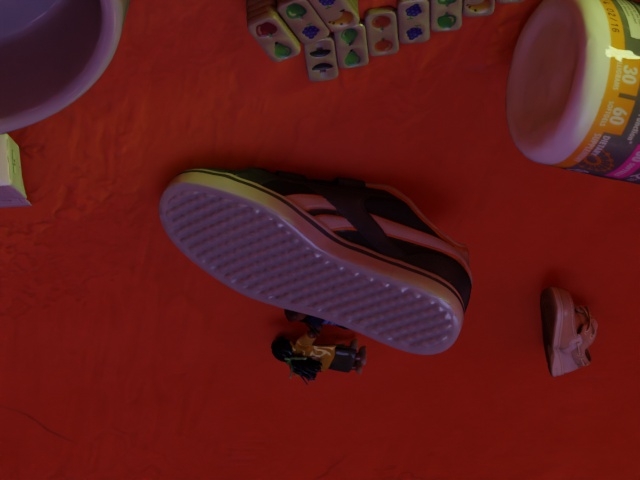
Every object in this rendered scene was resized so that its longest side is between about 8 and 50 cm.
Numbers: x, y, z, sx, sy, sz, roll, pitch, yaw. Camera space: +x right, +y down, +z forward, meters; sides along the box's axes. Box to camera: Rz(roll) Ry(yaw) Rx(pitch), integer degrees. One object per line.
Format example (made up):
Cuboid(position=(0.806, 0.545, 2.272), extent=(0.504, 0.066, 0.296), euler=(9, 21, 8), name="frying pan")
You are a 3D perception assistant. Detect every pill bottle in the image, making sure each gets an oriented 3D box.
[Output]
Cuboid(position=(0.323, -0.127, 1.731), extent=(0.278, 0.162, 0.162), euler=(10, 140, -21), name="pill bottle")

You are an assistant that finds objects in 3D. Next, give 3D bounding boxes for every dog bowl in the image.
Cuboid(position=(-0.317, -0.214, 1.558), extent=(0.349, 0.102, 0.348), euler=(-5, 144, -3), name="dog bowl")

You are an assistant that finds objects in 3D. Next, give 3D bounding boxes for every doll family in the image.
Cuboid(position=(0.001, 0.099, 2.062), extent=(0.111, 0.076, 0.193), euler=(8, 136, -13), name="doll family")

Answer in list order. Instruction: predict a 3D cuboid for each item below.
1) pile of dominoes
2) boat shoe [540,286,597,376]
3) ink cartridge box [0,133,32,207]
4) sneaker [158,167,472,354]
Cuboid(position=(0.062, -0.223, 1.660), extent=(0.251, 0.040, 0.196), euler=(-20, 142, 17), name="pile of dominoes")
Cuboid(position=(0.279, 0.096, 2.114), extent=(0.059, 0.063, 0.170), euler=(-11, 153, 1), name="boat shoe")
Cuboid(position=(-0.367, -0.059, 1.767), extent=(0.181, 0.056, 0.225), euler=(-3, 178, -3), name="ink cartridge box")
Cuboid(position=(0.000, 0.000, 1.896), extent=(0.321, 0.127, 0.126), euler=(25, 132, -2), name="sneaker")
